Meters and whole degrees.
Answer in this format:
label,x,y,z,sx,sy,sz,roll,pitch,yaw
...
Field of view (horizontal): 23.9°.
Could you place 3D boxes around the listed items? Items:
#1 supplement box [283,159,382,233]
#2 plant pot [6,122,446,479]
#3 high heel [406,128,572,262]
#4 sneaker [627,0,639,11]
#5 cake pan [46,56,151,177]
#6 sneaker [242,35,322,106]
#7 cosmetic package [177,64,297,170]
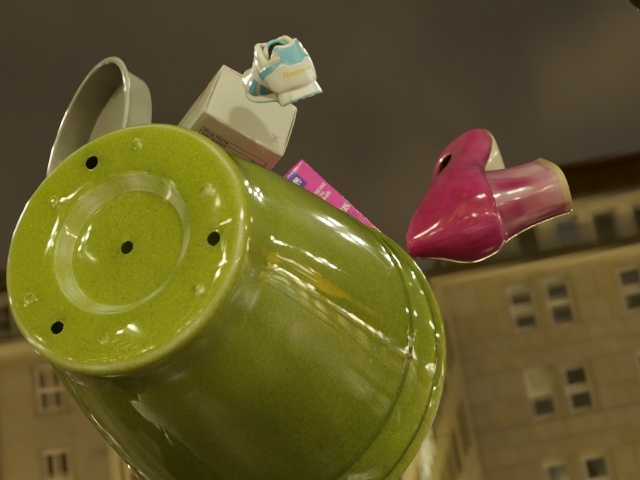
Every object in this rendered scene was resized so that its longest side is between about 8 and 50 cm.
label,x,y,z,sx,sy,sz,roll,pitch,yaw
supplement box,0.000,0.000,2.337,0.111,0.220,0.114,-50,4,-28
plant pot,-0.107,0.071,1.438,0.367,0.366,0.353,-15,-28,16
high heel,0.090,-0.024,1.107,0.117,0.082,0.244,-18,14,-9
sneaker,0.470,-0.379,1.755,0.140,0.125,0.341,28,-50,-5
cake pan,-0.340,-0.135,2.320,0.054,0.293,0.293,18,-31,-28
sneaker,-0.062,-0.256,2.249,0.087,0.092,0.229,-22,13,-17
cosmetic package,-0.182,-0.128,2.492,0.153,0.129,0.296,31,-47,-15
